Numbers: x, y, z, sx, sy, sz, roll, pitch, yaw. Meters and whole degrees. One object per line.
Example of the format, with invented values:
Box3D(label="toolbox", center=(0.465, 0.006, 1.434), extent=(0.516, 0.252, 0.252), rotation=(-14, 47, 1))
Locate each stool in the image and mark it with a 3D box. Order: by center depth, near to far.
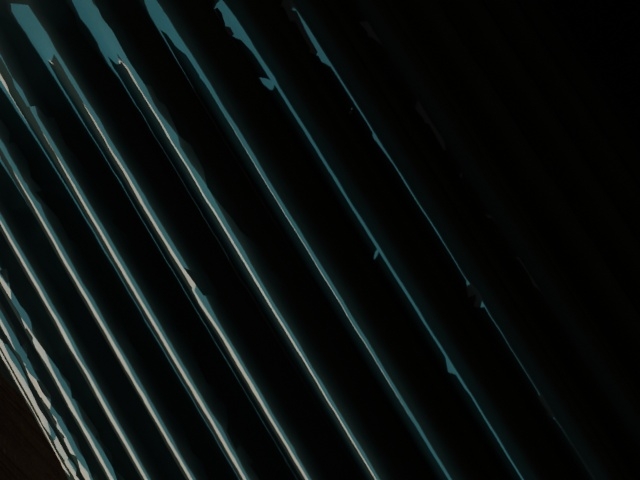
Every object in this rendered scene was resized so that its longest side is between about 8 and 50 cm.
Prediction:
Box3D(label="stool", center=(0.000, 0.000, 0.804), extent=(0.330, 0.297, 0.297), rotation=(59, 164, -12))
